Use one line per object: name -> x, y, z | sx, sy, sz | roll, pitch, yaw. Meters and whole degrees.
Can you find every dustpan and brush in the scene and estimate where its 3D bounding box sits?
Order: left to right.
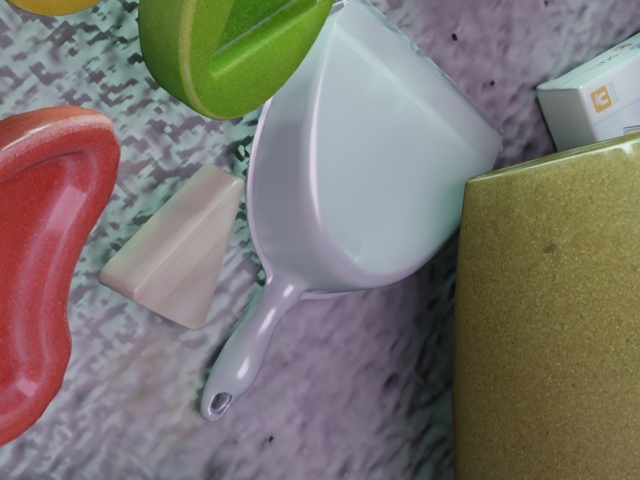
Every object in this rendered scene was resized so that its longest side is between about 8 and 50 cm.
dustpan and brush -> 0.000, 0.000, 0.735 | 0.147, 0.060, 0.211 | 37, 69, -38

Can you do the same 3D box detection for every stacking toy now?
stacking toy -> -0.125, -0.079, 0.592 | 0.279, 0.130, 0.309 | -10, 125, -65

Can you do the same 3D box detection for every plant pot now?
plant pot -> 0.165, 0.076, 0.737 | 0.237, 0.237, 0.254 | -15, 93, -27

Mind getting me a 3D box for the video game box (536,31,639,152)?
video game box -> 0.242, -0.038, 0.863 | 0.187, 0.048, 0.205 | -30, 106, -21
